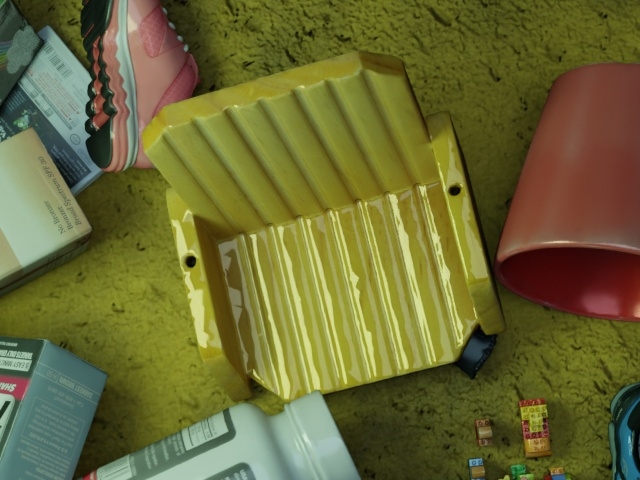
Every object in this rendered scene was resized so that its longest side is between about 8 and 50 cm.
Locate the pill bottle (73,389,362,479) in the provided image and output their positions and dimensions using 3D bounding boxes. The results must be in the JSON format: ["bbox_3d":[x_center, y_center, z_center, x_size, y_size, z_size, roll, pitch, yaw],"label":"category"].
[{"bbox_3d":[-0.118,0.296,1.742,0.319,0.176,0.176,-24,83,-2],"label":"pill bottle"}]

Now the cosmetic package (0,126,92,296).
[{"bbox_3d":[-0.432,0.008,1.750,0.296,0.129,0.153,-31,86,-17],"label":"cosmetic package"}]

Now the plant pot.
[{"bbox_3d":[0.347,-0.058,1.747,0.275,0.275,0.243,9,72,2],"label":"plant pot"}]

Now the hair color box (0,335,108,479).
[{"bbox_3d":[-0.398,0.297,1.701,0.185,0.113,0.374,2,66,39],"label":"hair color box"}]

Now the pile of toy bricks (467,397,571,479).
[{"bbox_3d":[0.240,0.296,1.772,0.118,0.105,0.212,-7,83,0],"label":"pile of toy bricks"}]

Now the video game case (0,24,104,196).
[{"bbox_3d":[-0.346,-0.143,1.877,0.173,0.022,0.190,-40,85,-4],"label":"video game case"}]

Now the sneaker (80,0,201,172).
[{"bbox_3d":[-0.216,-0.229,1.858,0.136,0.116,0.313,5,75,-28],"label":"sneaker"}]

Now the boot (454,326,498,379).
[{"bbox_3d":[0.149,0.134,1.825,0.099,0.045,0.121,32,84,2],"label":"boot"}]

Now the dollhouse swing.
[{"bbox_3d":[0.000,0.000,1.683,0.347,0.305,0.315,-15,80,8],"label":"dollhouse swing"}]

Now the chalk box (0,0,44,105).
[{"bbox_3d":[-0.460,-0.208,1.812,0.132,0.132,0.213,29,79,17],"label":"chalk box"}]

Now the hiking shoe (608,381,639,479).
[{"bbox_3d":[0.388,0.316,1.753,0.113,0.132,0.304,-7,83,0],"label":"hiking shoe"}]
